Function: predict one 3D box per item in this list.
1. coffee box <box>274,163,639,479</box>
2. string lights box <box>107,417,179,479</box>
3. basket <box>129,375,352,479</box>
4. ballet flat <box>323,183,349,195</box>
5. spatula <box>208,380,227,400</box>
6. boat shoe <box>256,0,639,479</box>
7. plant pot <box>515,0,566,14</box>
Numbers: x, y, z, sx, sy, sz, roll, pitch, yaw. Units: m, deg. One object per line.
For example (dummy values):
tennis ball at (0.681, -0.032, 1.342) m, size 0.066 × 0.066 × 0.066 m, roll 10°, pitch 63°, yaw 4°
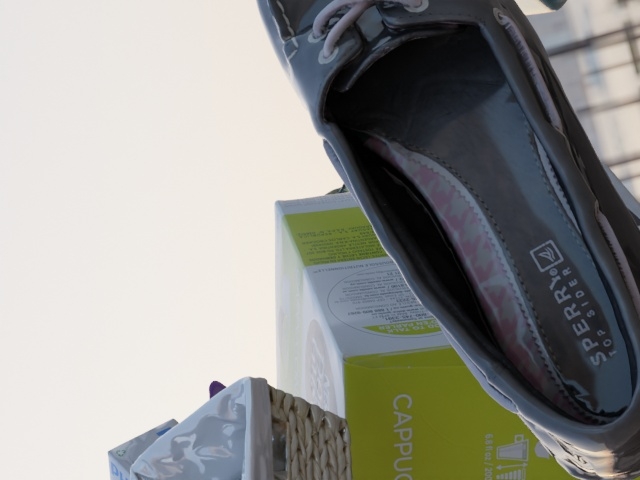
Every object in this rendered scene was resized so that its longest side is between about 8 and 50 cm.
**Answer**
coffee box at (0.149, 0.159, 1.633) m, size 0.334 × 0.338 × 0.338 m, roll -115°, pitch 21°, yaw -63°
string lights box at (-0.119, 0.303, 1.609) m, size 0.133 × 0.076 × 0.260 m, roll 38°, pitch 141°, yaw 39°
basket at (-0.060, 0.194, 1.334) m, size 0.103 × 0.167 × 0.113 m, roll 23°, pitch -133°, yaw -29°
ballet flat at (0.000, 0.000, 1.874) m, size 0.188 × 0.070 × 0.070 m, roll -47°, pitch -44°, yaw -25°
spatula at (-0.108, 0.314, 2.476) m, size 0.084 × 0.030 × 0.296 m, roll 45°, pitch -165°, yaw -43°
boat shoe at (0.064, -0.045, 0.806) m, size 0.335 × 0.112 × 0.095 m, roll 59°, pitch -172°, yaw 17°
plant pot at (0.141, -0.341, 1.629) m, size 0.252 × 0.248 × 0.247 m, roll 38°, pitch -173°, yaw 32°
